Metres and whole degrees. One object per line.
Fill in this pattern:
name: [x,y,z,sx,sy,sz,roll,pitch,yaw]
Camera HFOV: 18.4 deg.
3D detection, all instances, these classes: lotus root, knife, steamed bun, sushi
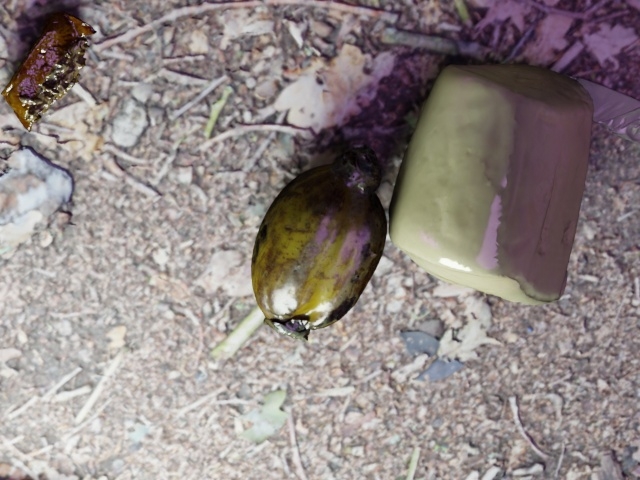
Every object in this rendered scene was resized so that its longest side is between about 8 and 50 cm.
lotus root: [0.000,0.000,1.888,0.120,0.120,0.209,17,108,-25]
knife: [0.356,-0.102,2.007,0.298,0.017,0.047,25,104,-23]
steamed bun: [0.160,-0.065,1.894,0.200,0.170,0.225,13,92,-58]
sushi: [-0.243,-0.151,1.769,0.055,0.052,0.120,33,100,-13]
